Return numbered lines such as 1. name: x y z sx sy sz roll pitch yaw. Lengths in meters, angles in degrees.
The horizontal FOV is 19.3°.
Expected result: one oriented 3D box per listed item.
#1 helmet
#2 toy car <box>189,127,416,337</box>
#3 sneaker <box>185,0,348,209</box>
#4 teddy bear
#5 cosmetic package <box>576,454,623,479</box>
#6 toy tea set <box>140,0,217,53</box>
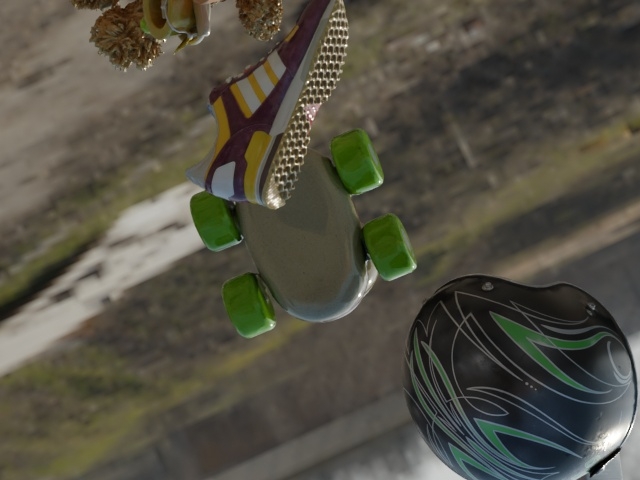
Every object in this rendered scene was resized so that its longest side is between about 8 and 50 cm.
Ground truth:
1. helmet: 0.145 0.110 1.440 0.161 0.169 0.169 3 158 -37
2. toy car: 0.000 0.000 1.592 0.155 0.149 0.188 -22 171 10
3. sneaker: -0.041 -0.116 1.421 0.084 0.185 0.069 14 157 18
4. teddy bear: -0.141 -0.336 2.203 0.338 0.245 0.113 -14 157 -1
5. cosmetic package: 0.269 0.196 2.210 0.127 0.238 0.107 -16 169 34
6. toy tea set: -0.138 -0.312 1.823 0.124 0.200 0.336 -8 172 -30
